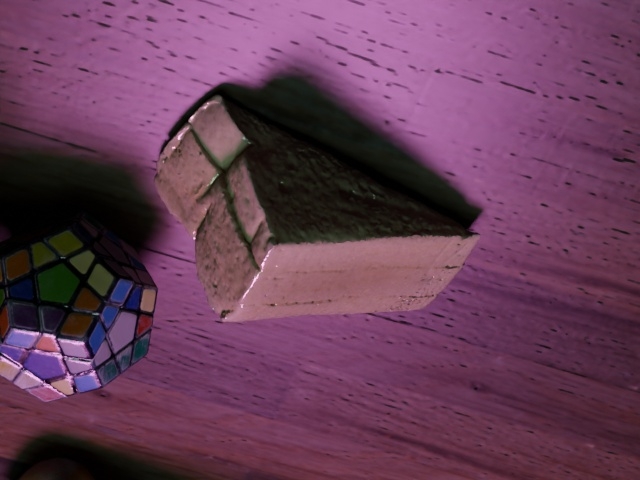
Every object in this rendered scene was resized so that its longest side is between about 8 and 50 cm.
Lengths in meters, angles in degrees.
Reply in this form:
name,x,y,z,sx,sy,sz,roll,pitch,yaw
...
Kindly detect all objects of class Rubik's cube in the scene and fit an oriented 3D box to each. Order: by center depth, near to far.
name,x,y,z,sx,sy,sz,roll,pitch,yaw
Rubik's cube,-0.149,0.038,0.808,0.111,0.111,0.093,37,103,-25

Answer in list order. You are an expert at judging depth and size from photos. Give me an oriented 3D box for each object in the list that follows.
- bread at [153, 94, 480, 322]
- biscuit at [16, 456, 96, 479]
name,x,y,z,sx,sy,sz,roll,pitch,yaw
bread,-0.002,-0.016,0.782,0.152,0.105,0.077,0,144,-38
biscuit,-0.154,0.313,1.020,0.291,0.062,0.237,48,131,4
